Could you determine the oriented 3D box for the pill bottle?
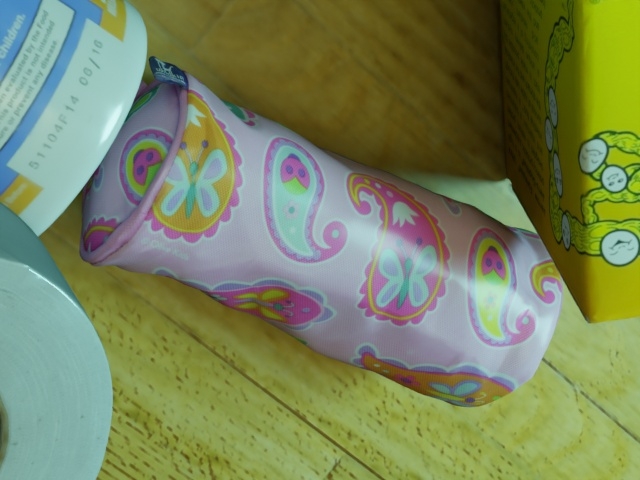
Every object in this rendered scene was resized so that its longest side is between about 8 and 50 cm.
[{"bbox_3d":[-0.231,-0.118,0.811,0.272,0.152,0.152,33,92,-28],"label":"pill bottle"}]

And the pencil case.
[{"bbox_3d":[0.000,0.000,0.969,0.284,0.124,0.124,24,97,-27],"label":"pencil case"}]

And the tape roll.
[{"bbox_3d":[-0.208,0.078,0.783,0.219,0.072,0.219,-16,127,-22],"label":"tape roll"}]

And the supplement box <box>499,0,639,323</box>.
[{"bbox_3d":[0.206,-0.163,0.914,0.194,0.195,0.356,-7,116,-4],"label":"supplement box"}]
